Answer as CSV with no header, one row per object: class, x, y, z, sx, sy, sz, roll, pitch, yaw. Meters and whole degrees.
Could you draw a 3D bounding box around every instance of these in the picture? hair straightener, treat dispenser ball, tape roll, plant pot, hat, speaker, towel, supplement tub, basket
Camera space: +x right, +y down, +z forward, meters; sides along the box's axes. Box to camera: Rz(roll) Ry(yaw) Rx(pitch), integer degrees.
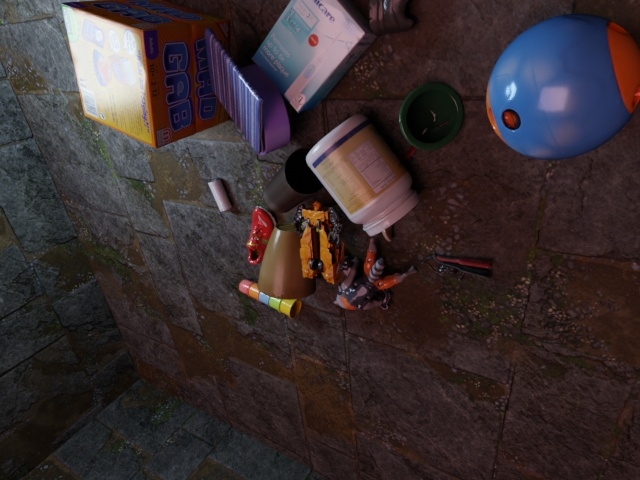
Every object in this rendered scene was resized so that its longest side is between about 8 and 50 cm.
hair straightener,0.440,0.096,1.360,0.230,0.047,0.089,6,121,33
treat dispenser ball,0.504,-0.316,0.881,0.288,0.288,0.288,18,127,26
tape roll,-0.203,-0.425,1.366,0.275,0.090,0.275,52,158,31
plant pot,-0.125,0.068,1.646,0.237,0.237,0.254,16,112,27
hat,0.283,-0.338,1.210,0.208,0.183,0.173,-41,100,3
speaker,-0.428,-0.194,1.787,0.055,0.055,0.136,-3,116,37
towel,-0.261,-0.459,1.294,0.336,0.040,0.243,55,158,19
supplement tub,0.131,-0.193,1.269,0.316,0.228,0.228,52,134,-4
basket,-0.099,-0.195,1.474,0.154,0.204,0.227,43,144,-11

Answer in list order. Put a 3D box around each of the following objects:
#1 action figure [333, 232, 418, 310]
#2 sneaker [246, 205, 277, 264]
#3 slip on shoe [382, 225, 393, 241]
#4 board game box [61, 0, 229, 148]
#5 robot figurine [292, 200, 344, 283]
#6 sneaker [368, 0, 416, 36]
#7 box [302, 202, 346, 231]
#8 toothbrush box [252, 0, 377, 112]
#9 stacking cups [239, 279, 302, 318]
action figure,0.138,0.120,1.511,0.341,0.178,0.330,39,124,7
sneaker,-0.255,-0.010,1.738,0.107,0.118,0.279,23,129,21
slip on shoe,0.227,-0.060,1.414,0.041,0.051,0.135,-13,104,28
board game box,-0.562,-0.583,1.422,0.356,0.356,0.356,26,130,20
robot figurine,0.000,0.000,1.484,0.211,0.085,0.291,9,109,34
sneaker,0.188,-0.661,1.027,0.130,0.109,0.286,11,133,23
box,0.013,-0.078,1.548,0.169,0.054,0.059,-25,102,42
toothbrush box,-0.018,-0.553,1.191,0.216,0.126,0.295,50,125,-1
stacking cups,-0.235,0.255,1.929,0.316,0.096,0.096,21,128,30
